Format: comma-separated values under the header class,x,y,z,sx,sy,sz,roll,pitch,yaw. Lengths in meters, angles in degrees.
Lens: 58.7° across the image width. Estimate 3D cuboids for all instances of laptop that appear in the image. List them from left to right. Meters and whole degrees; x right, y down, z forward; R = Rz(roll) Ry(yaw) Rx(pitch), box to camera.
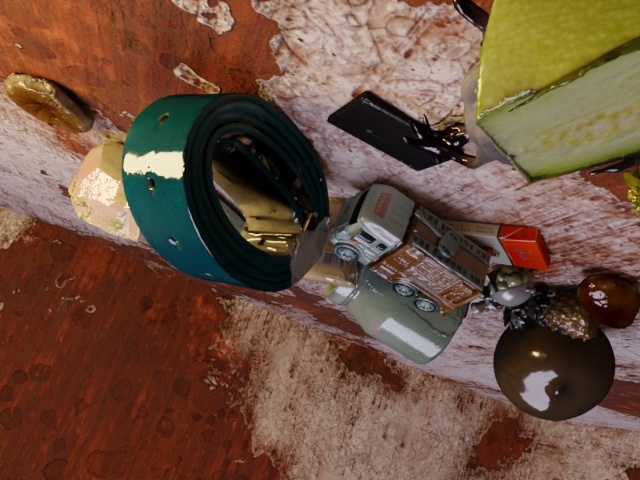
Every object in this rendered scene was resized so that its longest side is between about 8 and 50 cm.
class,x,y,z,sx,sy,sz,roll,pitch,yaw
laptop,0.117,-0.166,0.918,0.197,0.016,0.135,26,164,-19

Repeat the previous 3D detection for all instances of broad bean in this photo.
class,x,y,z,sx,sy,sz,roll,pitch,yaw
broad bean,0.597,0.121,1.177,0.114,0.084,0.165,-14,141,26

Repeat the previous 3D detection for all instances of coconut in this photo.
class,x,y,z,sx,sy,sz,roll,pitch,yaw
coconut,-0.458,-0.107,1.389,0.245,0.233,0.233,22,164,5

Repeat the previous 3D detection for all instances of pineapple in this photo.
class,x,y,z,sx,sy,sz,roll,pitch,yaw
pineapple,0.519,0.164,1.332,0.237,0.119,0.111,7,146,39

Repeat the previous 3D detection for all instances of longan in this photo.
class,x,y,z,sx,sy,sz,roll,pitch,yaw
longan,0.594,0.313,1.454,0.297,0.297,0.297,18,163,6

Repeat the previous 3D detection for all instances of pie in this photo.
class,x,y,z,sx,sy,sz,roll,pitch,yaw
pie,-0.597,-0.298,1.251,0.195,0.046,0.195,19,164,6

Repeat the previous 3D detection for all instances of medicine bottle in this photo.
class,x,y,z,sx,sy,sz,roll,pitch,yaw
medicine bottle,0.177,0.128,1.386,0.290,0.245,0.245,31,162,-7

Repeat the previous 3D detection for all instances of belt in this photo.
class,x,y,z,sx,sy,sz,roll,pitch,yaw
belt,-0.145,-0.073,1.007,0.173,0.300,0.436,8,159,36

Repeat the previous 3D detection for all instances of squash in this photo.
class,x,y,z,sx,sy,sz,roll,pitch,yaw
squash,0.317,-0.144,0.438,0.309,0.210,0.234,14,175,35

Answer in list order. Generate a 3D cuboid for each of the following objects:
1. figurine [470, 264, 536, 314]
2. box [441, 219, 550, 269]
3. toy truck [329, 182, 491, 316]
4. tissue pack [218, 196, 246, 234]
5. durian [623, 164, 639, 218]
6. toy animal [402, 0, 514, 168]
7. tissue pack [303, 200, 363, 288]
class,x,y,z,sx,sy,sz,roll,pitch,yaw
figurine,0.408,0.109,1.291,0.147,0.093,0.197,-14,168,-26
box,0.336,0.006,1.178,0.245,0.035,0.139,9,159,35
toy truck,0.182,0.014,1.132,0.305,0.136,0.162,33,147,-14
tissue pack,-0.378,-0.068,1.629,0.316,0.103,0.228,10,159,28
durian,0.473,-0.047,0.666,0.198,0.146,0.159,13,161,8
toy animal,0.216,-0.155,0.709,0.195,0.090,0.324,18,165,4
tissue pack,0.000,0.000,1.284,0.222,0.186,0.090,7,165,32
